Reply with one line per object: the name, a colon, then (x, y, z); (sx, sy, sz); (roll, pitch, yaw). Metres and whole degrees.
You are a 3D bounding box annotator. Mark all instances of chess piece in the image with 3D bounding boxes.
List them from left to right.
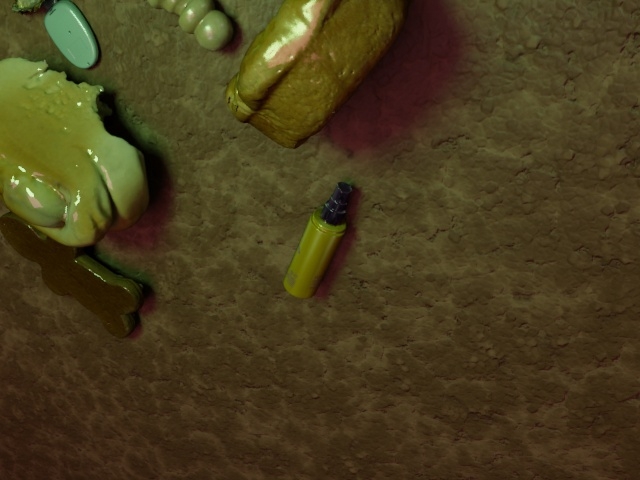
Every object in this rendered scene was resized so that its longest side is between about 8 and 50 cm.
chess piece: (-0.227, -0.406, 0.900); (0.170, 0.094, 0.094); (42, 125, -16)

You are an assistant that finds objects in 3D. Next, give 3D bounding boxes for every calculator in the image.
calculator: (-0.503, -0.419, 1.030); (0.095, 0.021, 0.153); (-21, 110, 29)

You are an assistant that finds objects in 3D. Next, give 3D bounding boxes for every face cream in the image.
face cream: (0.000, 0.000, 1.048); (0.078, 0.078, 0.274); (27, 125, 4)

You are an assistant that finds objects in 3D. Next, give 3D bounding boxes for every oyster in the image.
oyster: (-0.569, -0.483, 1.011); (0.132, 0.029, 0.086); (22, 99, 32)

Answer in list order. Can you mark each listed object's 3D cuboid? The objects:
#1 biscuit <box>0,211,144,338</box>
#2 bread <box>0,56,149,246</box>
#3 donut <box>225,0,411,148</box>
biscuit: (-0.641, 0.064, 1.340); (0.432, 0.064, 0.283); (37, 134, -1)
bread: (-0.561, -0.174, 1.060); (0.423, 0.245, 0.329); (37, 125, 2)
donut: (-0.004, -0.289, 0.765); (0.150, 0.299, 0.317); (36, 158, -15)
